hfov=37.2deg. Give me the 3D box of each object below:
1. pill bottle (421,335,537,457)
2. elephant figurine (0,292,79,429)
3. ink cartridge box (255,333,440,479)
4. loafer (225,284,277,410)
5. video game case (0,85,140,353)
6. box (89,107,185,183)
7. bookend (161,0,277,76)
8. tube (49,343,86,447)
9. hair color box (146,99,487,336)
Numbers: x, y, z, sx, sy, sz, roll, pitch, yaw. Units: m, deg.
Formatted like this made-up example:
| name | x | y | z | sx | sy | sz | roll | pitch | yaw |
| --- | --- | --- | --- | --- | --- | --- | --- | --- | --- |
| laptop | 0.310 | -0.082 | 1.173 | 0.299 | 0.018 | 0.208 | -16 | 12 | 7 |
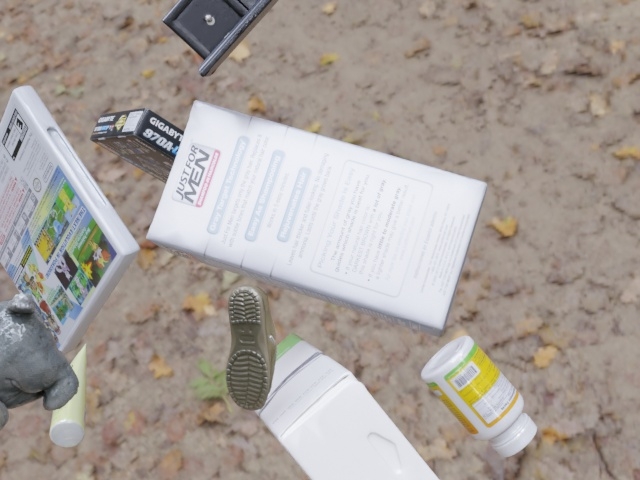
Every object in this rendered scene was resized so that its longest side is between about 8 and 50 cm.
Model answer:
| name | x | y | z | sx | sy | sz | roll | pitch | yaw |
| --- | --- | --- | --- | --- | --- | --- | --- | --- | --- |
| pill bottle | 0.340 | 0.333 | 2.006 | 0.136 | 0.245 | 0.136 | -41 | 4 | 3 |
| elephant figurine | -0.425 | 0.184 | 1.138 | 0.239 | 0.186 | 0.169 | -31 | 19 | -18 |
| ink cartridge box | 0.017 | 0.242 | 1.184 | 0.115 | 0.198 | 0.273 | -41 | 12 | -9 |
| loafer | -0.072 | 0.118 | 1.059 | 0.056 | 0.147 | 0.050 | 9 | 17 | 20 |
| video game case | -0.416 | -0.020 | 1.443 | 0.036 | 0.329 | 0.300 | -25 | 75 | -42 |
| box | -0.242 | -0.135 | 1.547 | 0.175 | 0.220 | 0.051 | 5 | 68 | 55 |
| bookend | -0.133 | -0.294 | 1.065 | 0.156 | 0.157 | 0.072 | -46 | 7 | 8 |
| tube | -0.470 | 0.291 | 1.785 | 0.070 | 0.062 | 0.240 | -15 | 28 | -3 |
| hair color box | -0.002 | -0.026 | 1.180 | 0.375 | 0.113 | 0.185 | 17 | 83 | 9 |
